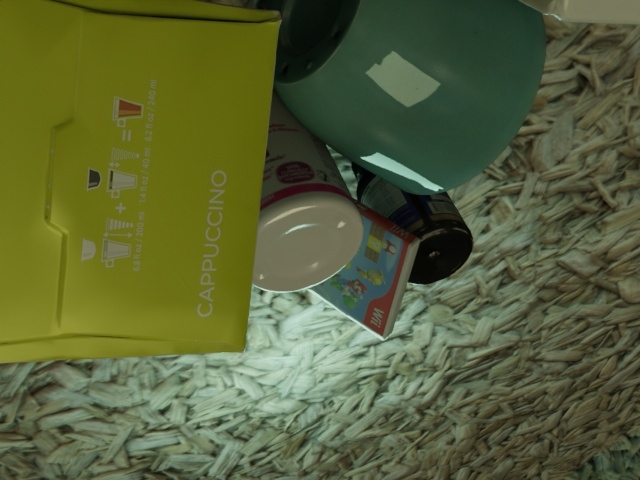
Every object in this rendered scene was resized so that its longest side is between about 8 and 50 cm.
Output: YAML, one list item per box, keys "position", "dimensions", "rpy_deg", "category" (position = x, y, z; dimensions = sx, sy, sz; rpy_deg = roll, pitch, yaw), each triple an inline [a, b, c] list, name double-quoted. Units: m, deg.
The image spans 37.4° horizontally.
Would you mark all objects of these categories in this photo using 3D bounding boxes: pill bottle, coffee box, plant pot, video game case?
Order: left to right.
- position: [-0.271, -0.082, 0.954]
  dimensions: [0.338, 0.334, 0.337]
  rpy_deg: [2, 99, -30]
  category: "coffee box"
- position: [-0.066, -0.088, 1.191]
  dimensions: [0.160, 0.283, 0.160]
  rpy_deg: [-15, 140, -13]
  category: "pill bottle"
- position: [0.000, 0.000, 1.354]
  dimensions: [0.025, 0.285, 0.204]
  rpy_deg: [-41, 154, -38]
  category: "video game case"
- position: [0.073, -0.226, 1.110]
  dimensions: [0.235, 0.293, 0.293]
  rpy_deg: [19, 124, -37]
  category: "plant pot"
- position: [0.126, -0.052, 1.384]
  dimensions: [0.123, 0.219, 0.123]
  rpy_deg: [-14, 140, -12]
  category: "pill bottle"

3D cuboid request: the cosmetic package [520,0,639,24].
- position: [0.314, -0.414, 0.914]
  dimensions: [0.394, 0.327, 0.329]
  rpy_deg: [-6, 123, -30]
  category: "cosmetic package"
